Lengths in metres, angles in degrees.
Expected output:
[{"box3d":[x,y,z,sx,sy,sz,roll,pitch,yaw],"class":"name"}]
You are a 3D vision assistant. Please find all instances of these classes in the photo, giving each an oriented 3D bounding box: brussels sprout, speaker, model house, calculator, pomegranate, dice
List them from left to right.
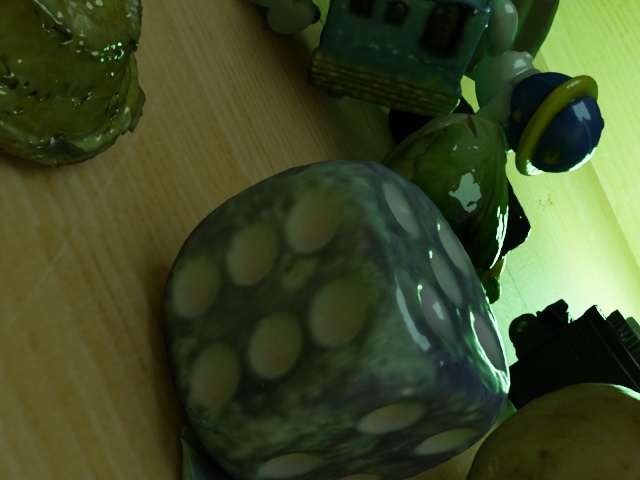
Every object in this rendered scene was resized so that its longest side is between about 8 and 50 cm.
[{"box3d":[0.016,0.098,1.224,0.271,0.270,0.270,32,35,-52],"class":"dice"},{"box3d":[0.113,-0.316,1.746,0.237,0.303,0.216,16,52,-1],"class":"model house"},{"box3d":[0.169,-0.052,1.714,0.219,0.210,0.271,31,75,-38],"class":"brussels sprout"},{"box3d":[0.202,-0.106,1.990,0.180,0.184,0.388,41,24,-45],"class":"speaker"},{"box3d":[0.288,0.002,2.072,0.146,0.032,0.235,102,-18,-62],"class":"calculator"},{"box3d":[0.350,0.388,1.565,0.411,0.411,0.412,45,32,-38],"class":"pomegranate"}]

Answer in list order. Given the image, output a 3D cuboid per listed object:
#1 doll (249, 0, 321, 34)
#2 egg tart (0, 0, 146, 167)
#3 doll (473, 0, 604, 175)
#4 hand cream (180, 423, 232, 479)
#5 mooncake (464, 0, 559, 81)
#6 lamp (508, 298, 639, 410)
[{"box3d":[-0.050,-0.435,1.762,0.215,0.161,0.257,58,39,-49],"class":"doll"},{"box3d":[-0.274,-0.229,1.120,0.341,0.132,0.341,43,34,-39],"class":"egg tart"},{"box3d":[0.306,-0.177,1.807,0.242,0.159,0.311,35,-23,17],"class":"doll"},{"box3d":[-0.083,0.331,1.088,0.124,0.077,0.341,43,28,-39],"class":"hand cream"},{"box3d":[0.215,-0.416,2.016,0.378,0.201,0.378,30,10,-6],"class":"mooncake"},{"box3d":[0.449,0.248,1.977,0.205,0.272,0.374,44,33,-37],"class":"lamp"}]
